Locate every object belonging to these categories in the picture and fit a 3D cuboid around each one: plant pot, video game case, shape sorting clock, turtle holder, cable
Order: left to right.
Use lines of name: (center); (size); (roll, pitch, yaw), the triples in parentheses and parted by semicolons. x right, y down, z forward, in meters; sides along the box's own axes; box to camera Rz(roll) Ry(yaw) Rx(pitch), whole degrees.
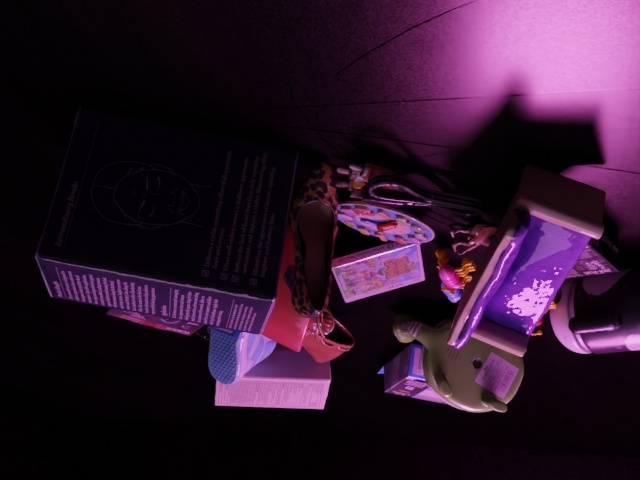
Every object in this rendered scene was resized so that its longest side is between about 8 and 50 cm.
plant pot: (-0.116, 0.064, 1.692); (0.243, 0.275, 0.275); (18, 156, 2)
video game case: (0.130, 0.067, 1.795); (0.193, 0.023, 0.212); (-17, 153, 3)
shape sorting clock: (0.122, -0.032, 1.600); (0.206, 0.040, 0.206); (17, 163, 5)
cable: (0.173, -0.098, 1.464); (0.287, 0.072, 0.139); (4, 168, -14)
turtle holder: (0.347, 0.313, 2.100); (0.320, 0.244, 0.227); (2, 174, -8)

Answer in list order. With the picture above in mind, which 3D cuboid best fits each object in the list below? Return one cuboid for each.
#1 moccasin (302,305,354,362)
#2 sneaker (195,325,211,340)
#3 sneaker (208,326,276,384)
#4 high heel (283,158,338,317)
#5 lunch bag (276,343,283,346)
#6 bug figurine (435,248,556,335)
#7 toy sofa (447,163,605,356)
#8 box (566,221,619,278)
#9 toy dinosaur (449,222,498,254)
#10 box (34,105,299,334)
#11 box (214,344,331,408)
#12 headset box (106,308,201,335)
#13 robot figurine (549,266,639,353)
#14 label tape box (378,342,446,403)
moccasin: (-0.023, 0.199, 2.077); (0.147, 0.139, 0.380); (-21, 137, 17)
sneaker: (-0.348, 0.161, 2.153); (0.384, 0.145, 0.147); (27, -179, -42)
sneaker: (-0.185, 0.198, 2.117); (0.127, 0.319, 0.208); (24, -155, 23)
high heel: (0.000, 0.000, 1.439); (0.093, 0.261, 0.186); (8, -162, -18)
lunch bag: (-0.084, 0.284, 2.333); (0.221, 0.138, 0.293); (25, 142, -29)
bug figurine: (0.346, 0.109, 1.735); (0.279, 0.072, 0.216); (17, 163, 36)
toy sofa: (0.358, 0.061, 1.448); (0.150, 0.177, 0.363); (21, 136, 5)
box: (0.462, 0.013, 1.578); (0.180, 0.078, 0.147); (-12, 149, 39)
toy dinosaur: (0.307, -0.012, 1.629); (0.092, 0.053, 0.183); (-17, 157, 16)
box: (-0.262, -0.029, 1.454); (0.395, 0.294, 0.212); (12, 156, -7)
box: (-0.135, 0.376, 2.267); (0.311, 0.121, 0.148); (4, 134, -8)
headset box: (-0.348, 0.113, 1.880); (0.218, 0.110, 0.293); (18, 148, -25)
robot figurine: (0.623, 0.146, 1.718); (0.278, 0.174, 0.209); (-13, 143, 40)
label tape box: (0.337, 0.431, 2.520); (0.249, 0.115, 0.348); (12, 154, -9)
